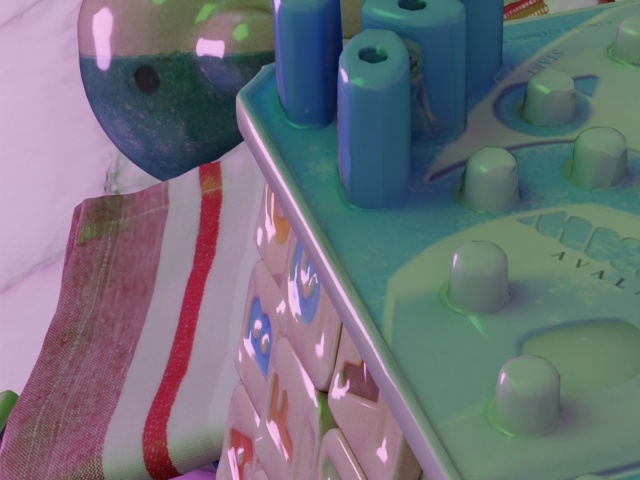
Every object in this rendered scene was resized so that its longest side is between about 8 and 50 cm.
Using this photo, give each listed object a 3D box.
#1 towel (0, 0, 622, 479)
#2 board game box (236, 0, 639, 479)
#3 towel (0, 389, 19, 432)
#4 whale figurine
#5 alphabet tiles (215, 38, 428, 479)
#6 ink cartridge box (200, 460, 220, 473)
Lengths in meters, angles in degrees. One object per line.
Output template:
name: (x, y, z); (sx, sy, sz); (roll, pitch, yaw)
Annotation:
towel: (0.000, 0.000, 0.830); (0.329, 0.037, 0.237); (-24, 31, 20)
board game box: (0.218, 0.012, 0.385); (0.390, 0.050, 0.390); (-12, 38, -14)
towel: (-0.237, 0.151, 0.981); (0.113, 0.023, 0.152); (-13, 34, 33)
whale figurine: (-0.003, -0.097, 0.999); (0.272, 0.141, 0.216); (0, 12, 17)
alphabet tiles: (0.004, 0.082, 0.597); (0.021, 0.284, 0.278); (2, 23, -17)
ink cartridge box: (-0.010, 0.028, 0.885); (0.206, 0.045, 0.208); (5, 46, 51)
